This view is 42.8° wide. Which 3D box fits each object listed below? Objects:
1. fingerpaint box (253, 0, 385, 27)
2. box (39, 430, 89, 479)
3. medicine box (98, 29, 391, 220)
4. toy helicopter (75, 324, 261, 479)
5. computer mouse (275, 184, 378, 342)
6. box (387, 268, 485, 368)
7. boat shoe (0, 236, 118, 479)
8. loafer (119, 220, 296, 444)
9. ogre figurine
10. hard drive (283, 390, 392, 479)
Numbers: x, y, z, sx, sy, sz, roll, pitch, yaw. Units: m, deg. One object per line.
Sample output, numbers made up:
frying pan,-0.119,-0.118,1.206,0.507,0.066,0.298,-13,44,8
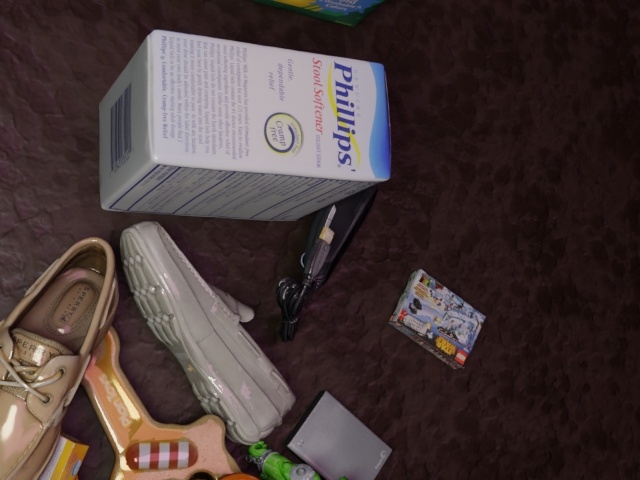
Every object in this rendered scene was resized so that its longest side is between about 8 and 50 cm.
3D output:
fingerpaint box,-0.060,-0.454,1.029,0.445,0.371,0.163,8,77,-26
box,-0.327,0.241,0.913,0.028,0.136,0.081,35,75,-55
medicine box,-0.102,-0.123,1.005,0.289,0.263,0.149,2,80,-26
toy helicopter,-0.229,0.257,0.971,0.235,0.140,0.355,-29,83,-19
computer mouse,0.000,0.000,1.093,0.060,0.184,0.262,28,70,8
box,0.177,0.120,1.233,0.137,0.027,0.094,36,66,-16
boat shoe,-0.313,0.136,0.860,0.121,0.110,0.341,21,48,-6
loafer,-0.141,0.108,1.037,0.111,0.112,0.319,-37,106,-32
ogre figurine,-0.008,0.338,1.049,0.097,0.118,0.197,-22,90,-28
hard drive,0.025,0.287,1.129,0.135,0.022,0.094,44,65,-13
